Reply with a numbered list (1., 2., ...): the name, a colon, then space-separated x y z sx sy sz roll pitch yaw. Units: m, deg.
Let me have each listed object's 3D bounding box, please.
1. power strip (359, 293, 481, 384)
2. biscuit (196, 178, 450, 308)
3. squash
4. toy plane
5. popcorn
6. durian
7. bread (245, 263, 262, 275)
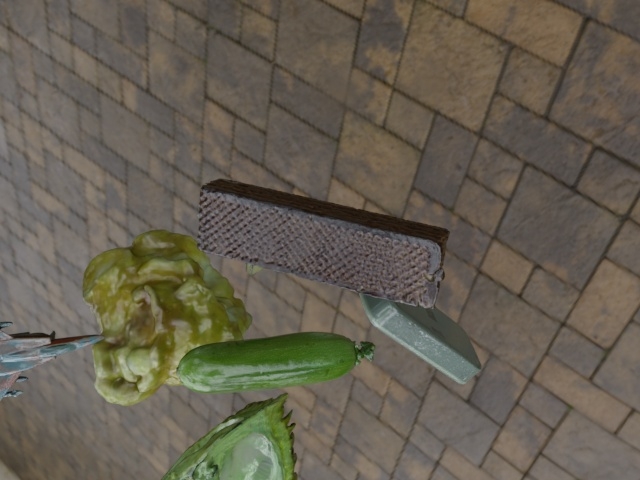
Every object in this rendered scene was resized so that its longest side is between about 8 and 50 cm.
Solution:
1. power strip: 0.166 0.129 1.420 0.059 0.193 0.265 -42 123 19
2. biscuit: 0.000 0.000 1.193 0.389 0.073 0.107 14 112 18
3. squash: -0.070 0.218 1.448 0.101 0.379 0.101 179 90 -65
4. toy plane: -0.576 0.209 1.526 0.104 0.327 0.222 -132 33 -62
5. popcorn: -0.320 0.155 1.644 0.293 0.292 0.334 39 -159 -42
6. durian: -0.157 0.358 0.966 0.163 0.394 0.198 44 160 6
7. bread: -0.109 -0.003 1.553 0.028 0.068 0.153 41 140 30
